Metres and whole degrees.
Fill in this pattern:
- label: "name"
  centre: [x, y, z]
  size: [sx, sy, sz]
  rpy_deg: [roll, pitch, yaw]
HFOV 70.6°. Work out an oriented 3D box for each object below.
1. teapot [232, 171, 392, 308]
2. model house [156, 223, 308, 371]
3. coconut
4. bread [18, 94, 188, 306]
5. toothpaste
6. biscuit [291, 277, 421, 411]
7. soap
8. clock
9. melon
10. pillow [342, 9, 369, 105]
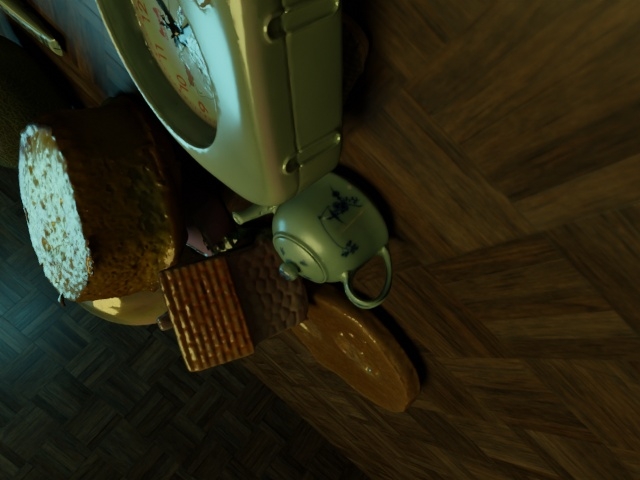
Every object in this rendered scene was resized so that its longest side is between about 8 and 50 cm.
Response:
- label: "teapot"
  centre: [0.000, 0.000, 0.613]
  size: [0.232, 0.159, 0.159]
  rpy_deg: [36, 155, 11]
- label: "model house"
  centre: [-0.193, 0.096, 0.866]
  size: [0.237, 0.238, 0.202]
  rpy_deg: [4, 112, 52]
- label: "coconut"
  centre: [-0.513, 0.068, 1.237]
  size: [0.353, 0.352, 0.352]
  rpy_deg: [32, 154, 18]
- label: "bread"
  centre: [-0.421, -0.078, 0.874]
  size: [0.398, 0.215, 0.397]
  rpy_deg: [14, 111, 40]
- label: "toothpaste"
  centre: [-0.580, -0.443, 0.838]
  size: [0.239, 0.039, 0.062]
  rpy_deg: [44, 160, -11]
- label: "biscuit"
  centre: [0.056, 0.219, 0.993]
  size: [0.365, 0.062, 0.385]
  rpy_deg: [23, 147, 37]
- label: "soap"
  centre: [-0.317, -0.067, 1.033]
  size: [0.260, 0.081, 0.181]
  rpy_deg: [27, 151, 30]
- label: "clock"
  centre: [-0.118, -0.205, 0.438]
  size: [0.324, 0.109, 0.265]
  rpy_deg: [40, 153, 29]
- label: "melon"
  centre: [-0.702, -0.304, 1.004]
  size: [0.238, 0.237, 0.301]
  rpy_deg: [19, 145, 40]
- label: "pillow"
  centre: [-0.024, -0.176, 0.490]
  size: [0.135, 0.034, 0.211]
  rpy_deg: [39, 154, 9]
